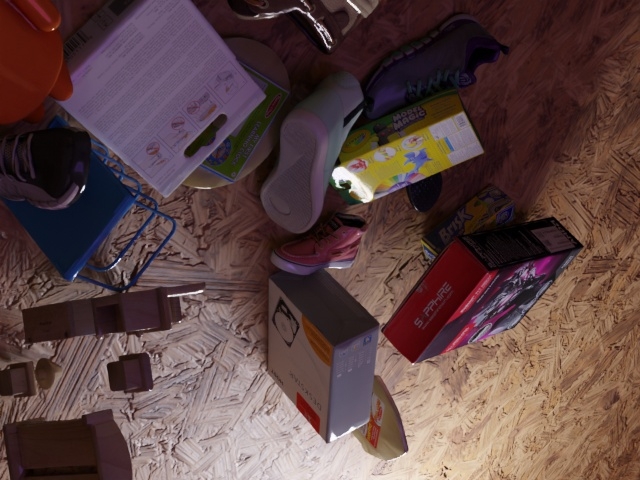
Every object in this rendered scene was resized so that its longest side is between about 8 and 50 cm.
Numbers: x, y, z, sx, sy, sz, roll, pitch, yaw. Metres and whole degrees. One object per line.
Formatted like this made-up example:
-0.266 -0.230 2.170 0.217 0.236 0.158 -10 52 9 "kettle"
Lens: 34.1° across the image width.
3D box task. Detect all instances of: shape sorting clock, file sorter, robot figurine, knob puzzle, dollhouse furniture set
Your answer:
-0.126 -0.162 1.333 0.206 0.040 0.206 -18 126 -27 "shape sorting clock"
-0.267 -0.038 1.209 0.118 0.170 0.104 -50 147 6 "file sorter"
-0.342 -0.197 1.021 0.219 0.158 0.128 31 69 -53 "robot figurine"
0.101 0.310 1.869 0.030 0.213 0.213 -20 136 -30 "knob puzzle"
-0.247 0.247 1.334 0.173 0.303 0.356 -5 85 -48 "dollhouse furniture set"

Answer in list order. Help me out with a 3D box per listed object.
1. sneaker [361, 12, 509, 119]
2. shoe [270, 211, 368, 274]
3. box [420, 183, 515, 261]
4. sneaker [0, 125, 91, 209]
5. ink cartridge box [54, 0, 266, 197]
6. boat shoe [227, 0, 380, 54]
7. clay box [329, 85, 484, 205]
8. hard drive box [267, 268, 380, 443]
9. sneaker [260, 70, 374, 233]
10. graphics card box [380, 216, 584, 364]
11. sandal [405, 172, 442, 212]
0.161 -0.238 1.492 0.223 0.098 0.083 -39 143 -9 "sneaker"
0.000 0.000 1.596 0.178 0.063 0.081 -4 126 -49 "shoe"
0.259 -0.022 1.823 0.169 0.059 0.054 -37 144 -11 "box"
-0.337 -0.079 1.080 0.132 0.228 0.086 8 82 -38 "sneaker"
-0.195 -0.183 1.233 0.189 0.066 0.232 -45 145 -2 "ink cartridge box"
-0.059 -0.307 1.202 0.123 0.123 0.342 -55 149 10 "boat shoe"
0.118 -0.133 1.532 0.222 0.053 0.127 -22 149 13 "clay box"
0.000 0.175 1.658 0.089 0.181 0.232 -24 138 -26 "hard drive box"
0.000 -0.121 1.455 0.151 0.094 0.256 -50 168 -35 "sneaker"
0.295 0.082 1.858 0.371 0.094 0.233 -10 141 -52 "graphics card box"
0.143 -0.119 1.645 0.067 0.040 0.179 -42 129 -15 "sandal"
